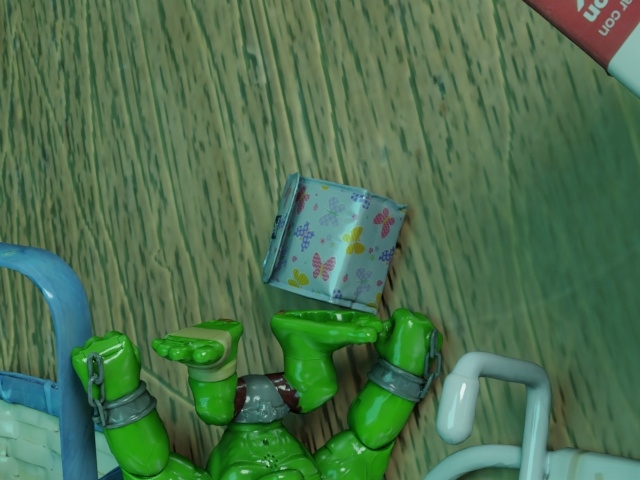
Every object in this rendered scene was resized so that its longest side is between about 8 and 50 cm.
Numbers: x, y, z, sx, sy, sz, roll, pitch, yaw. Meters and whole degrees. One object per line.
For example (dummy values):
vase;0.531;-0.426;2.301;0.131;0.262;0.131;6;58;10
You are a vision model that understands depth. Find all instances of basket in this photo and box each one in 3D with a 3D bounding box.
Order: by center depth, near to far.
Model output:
basket;-0.226;0.124;0.832;0.255;0.201;0.289;15;120;37

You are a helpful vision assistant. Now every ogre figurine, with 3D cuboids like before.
ogre figurine;-0.029;0.101;0.747;0.097;0.197;0.118;14;109;51

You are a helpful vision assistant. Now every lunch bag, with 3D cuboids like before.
lunch bag;0.000;0.000;0.804;0.083;0.053;0.071;18;90;47

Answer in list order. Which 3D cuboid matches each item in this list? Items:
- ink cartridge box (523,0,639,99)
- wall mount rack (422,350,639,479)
ink cartridge box;0.239;-0.046;0.545;0.114;0.197;0.273;-54;55;17
wall mount rack;0.147;0.210;0.603;0.350;0.130;0.304;3;83;38
